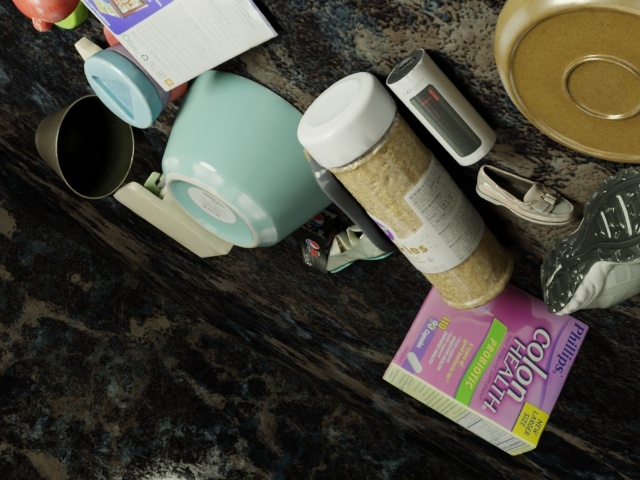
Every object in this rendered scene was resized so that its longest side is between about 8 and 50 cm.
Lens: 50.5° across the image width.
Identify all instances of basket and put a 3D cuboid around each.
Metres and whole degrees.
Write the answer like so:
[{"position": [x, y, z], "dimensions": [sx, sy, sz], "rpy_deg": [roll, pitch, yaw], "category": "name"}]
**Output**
[{"position": [-0.505, -0.205, 1.423], "dimensions": [0.154, 0.205, 0.226], "rpy_deg": [0, -169, -36], "category": "basket"}]

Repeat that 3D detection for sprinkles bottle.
[{"position": [0.123, -0.054, 0.900], "dimensions": [0.355, 0.121, 0.121], "rpy_deg": [45, 156, -29], "category": "sprinkles bottle"}]

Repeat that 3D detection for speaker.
[{"position": [0.137, -0.149, 0.766], "dimensions": [0.136, 0.055, 0.055], "rpy_deg": [43, 157, -22], "category": "speaker"}]

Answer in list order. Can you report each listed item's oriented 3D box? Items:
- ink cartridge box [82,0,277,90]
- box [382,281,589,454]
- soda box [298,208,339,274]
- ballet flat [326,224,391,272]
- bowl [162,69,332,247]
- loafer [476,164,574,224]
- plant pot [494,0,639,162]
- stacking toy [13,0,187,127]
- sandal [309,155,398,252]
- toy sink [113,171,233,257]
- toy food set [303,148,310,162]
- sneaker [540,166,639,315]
[{"position": [-0.187, -0.307, 0.860], "dimensions": [0.208, 0.045, 0.206], "rpy_deg": [-15, 133, 33], "category": "ink cartridge box"}, {"position": [0.258, 0.179, 1.080], "dimensions": [0.242, 0.214, 0.117], "rpy_deg": [30, 159, 10], "category": "box"}, {"position": [0.000, 0.000, 1.284], "dimensions": [0.060, 0.053, 0.169], "rpy_deg": [27, 159, 15], "category": "soda box"}, {"position": [0.061, 0.007, 1.210], "dimensions": [0.068, 0.072, 0.213], "rpy_deg": [57, 152, -7], "category": "ballet flat"}, {"position": [-0.131, -0.103, 1.101], "dimensions": [0.311, 0.163, 0.312], "rpy_deg": [28, 159, 12], "category": "bowl"}, {"position": [0.247, -0.056, 0.828], "dimensions": [0.125, 0.045, 0.039], "rpy_deg": [25, 151, 29], "category": "loafer"}, {"position": [0.264, -0.147, 0.621], "dimensions": [0.236, 0.032, 0.236], "rpy_deg": [28, 158, 13], "category": "plant pot"}, {"position": [-0.370, -0.302, 1.022], "dimensions": [0.279, 0.130, 0.309], "rpy_deg": [13, 146, 43], "category": "stacking toy"}, {"position": [0.073, -0.055, 0.983], "dimensions": [0.054, 0.097, 0.254], "rpy_deg": [-27, 148, 19], "category": "sandal"}, {"position": [-0.277, -0.084, 1.395], "dimensions": [0.234, 0.131, 0.152], "rpy_deg": [37, 159, -22], "category": "toy sink"}, {"position": [0.041, -0.124, 0.981], "dimensions": [0.122, 0.019, 0.078], "rpy_deg": [-2, 144, 25], "category": "toy food set"}, {"position": [0.349, 0.002, 0.765], "dimensions": [0.107, 0.100, 0.272], "rpy_deg": [2, 153, -9], "category": "sneaker"}]
